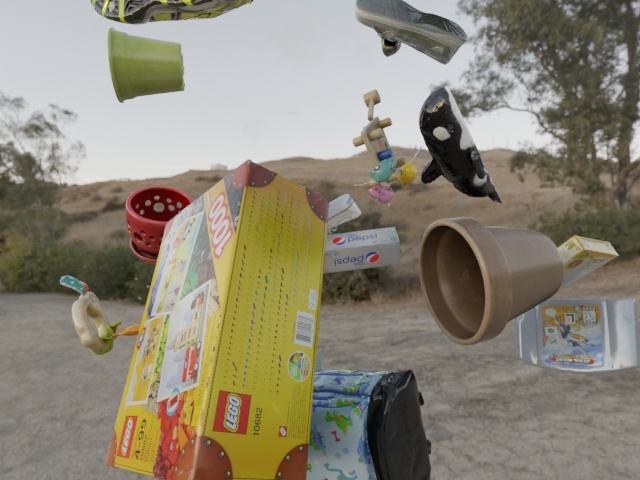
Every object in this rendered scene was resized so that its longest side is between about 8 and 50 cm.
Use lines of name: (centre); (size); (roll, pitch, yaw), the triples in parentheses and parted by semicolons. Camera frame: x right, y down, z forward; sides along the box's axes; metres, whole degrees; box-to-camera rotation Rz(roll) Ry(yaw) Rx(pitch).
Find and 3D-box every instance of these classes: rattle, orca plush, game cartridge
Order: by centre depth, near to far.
orca plush: (0.215, -0.136, 0.758); (0.102, 0.151, 0.287); (-25, -22, 22)
rattle: (-0.474, 0.137, 0.988); (0.142, 0.200, 0.130); (-33, -33, 7)
game cartridge: (0.686, 0.258, 1.212); (0.297, 0.198, 0.062); (-8, -23, 39)

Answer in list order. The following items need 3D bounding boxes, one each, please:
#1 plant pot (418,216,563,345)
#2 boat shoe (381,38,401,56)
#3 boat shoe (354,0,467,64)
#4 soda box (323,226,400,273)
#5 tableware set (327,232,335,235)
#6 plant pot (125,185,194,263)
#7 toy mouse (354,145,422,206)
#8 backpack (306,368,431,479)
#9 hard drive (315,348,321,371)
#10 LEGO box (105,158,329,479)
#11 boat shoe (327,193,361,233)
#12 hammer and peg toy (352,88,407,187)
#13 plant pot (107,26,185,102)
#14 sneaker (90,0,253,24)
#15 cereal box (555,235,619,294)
plant pot: (0.368, 0.066, 0.947); (0.229, 0.263, 0.263); (-11, 3, -15)
boat shoe: (0.256, -0.734, 1.635); (0.073, 0.080, 0.223); (-43, 2, -7)
boat shoe: (0.232, -0.554, 1.187); (0.320, 0.118, 0.103); (7, -37, -20)
soda box: (0.115, 0.033, 1.475); (0.285, 0.098, 0.091); (-8, 35, 2)
tableware set: (0.000, 0.000, 1.720); (0.154, 0.104, 0.024); (31, 13, -10)
plant pot: (-0.473, -0.043, 1.327); (0.190, 0.174, 0.191); (11, 39, -9)
toy mouse: (0.143, -0.123, 0.965); (0.142, 0.031, 0.161); (-11, -39, -22)
backpack: (0.028, 0.422, 0.992); (0.273, 0.291, 0.355); (-19, 15, -42)
hard drive: (-0.065, 0.346, 1.251); (0.135, 0.094, 0.022); (7, -40, -14)
LEGO box: (-0.187, 0.162, 0.838); (0.193, 0.501, 0.372); (23, -31, -34)
boat shoe: (0.018, -0.060, 1.451); (0.258, 0.084, 0.095); (-23, 27, 44)
hammer and peg toy: (0.223, -0.406, 1.819); (0.127, 0.362, 0.266); (-15, 22, 27)
plant pot: (-0.671, -0.685, 1.760); (0.253, 0.277, 0.276); (-4, 1, -12)
sneaker: (-0.305, -0.498, 0.901); (0.384, 0.145, 0.147); (13, 14, 22)
cereal box: (0.591, 0.082, 1.122); (0.172, 0.048, 0.240); (7, -40, -35)
